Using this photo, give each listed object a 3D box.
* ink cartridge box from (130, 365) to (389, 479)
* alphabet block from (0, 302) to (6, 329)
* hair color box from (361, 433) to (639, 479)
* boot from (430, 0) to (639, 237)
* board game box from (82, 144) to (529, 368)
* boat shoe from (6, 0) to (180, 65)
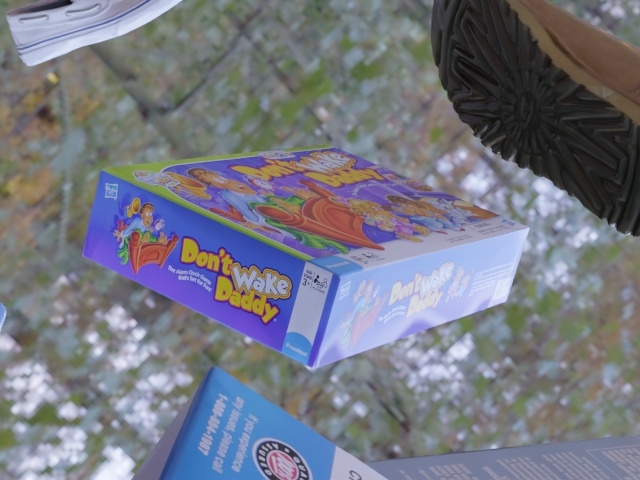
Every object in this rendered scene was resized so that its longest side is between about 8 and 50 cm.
[{"bbox_3d":[0.005,0.195,0.450,0.168,0.233,0.171,-53,-173,22],"label":"ink cartridge box"},{"bbox_3d":[-0.413,0.118,1.218,0.197,0.193,0.192,-48,-163,20],"label":"alphabet block"},{"bbox_3d":[0.077,0.214,0.744,0.113,0.374,0.185,42,-56,50],"label":"hair color box"},{"bbox_3d":[0.231,-0.095,0.853,0.269,0.236,0.089,-13,135,-29],"label":"boot"},{"bbox_3d":[0.000,0.000,1.234,0.347,0.233,0.078,-12,122,-58],"label":"board game box"},{"bbox_3d":[-0.270,-0.278,1.696,0.226,0.075,0.083,-21,-157,11],"label":"boat shoe"}]
